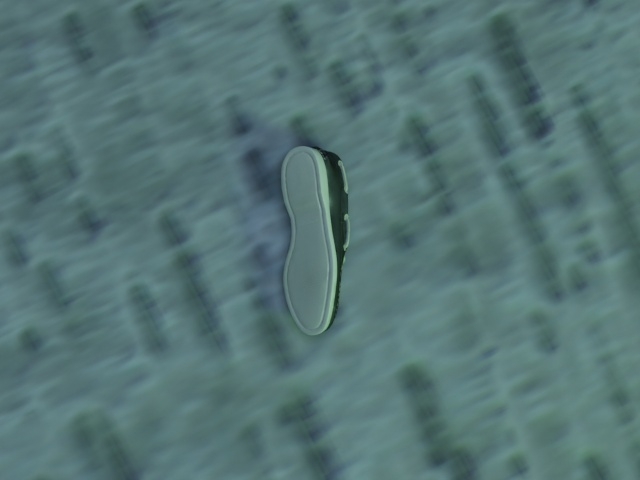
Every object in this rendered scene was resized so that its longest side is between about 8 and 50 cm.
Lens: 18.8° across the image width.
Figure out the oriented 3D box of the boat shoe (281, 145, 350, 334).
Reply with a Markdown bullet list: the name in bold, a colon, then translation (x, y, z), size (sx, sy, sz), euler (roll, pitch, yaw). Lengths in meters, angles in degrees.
- **boat shoe**: translation (0.000, 0.000, 1.284), size (0.046, 0.038, 0.125), euler (-12, 80, 39)
